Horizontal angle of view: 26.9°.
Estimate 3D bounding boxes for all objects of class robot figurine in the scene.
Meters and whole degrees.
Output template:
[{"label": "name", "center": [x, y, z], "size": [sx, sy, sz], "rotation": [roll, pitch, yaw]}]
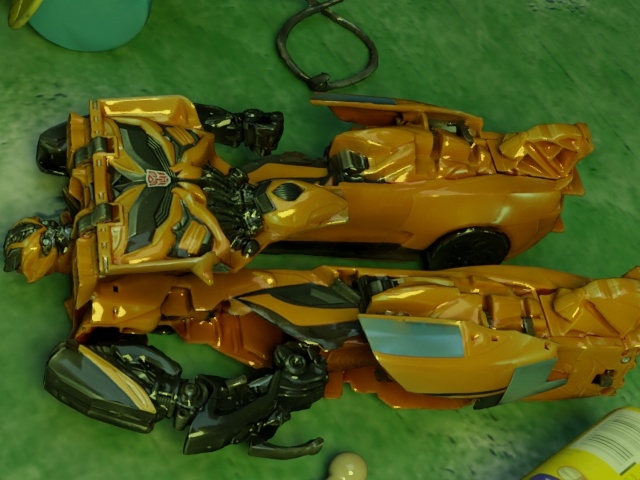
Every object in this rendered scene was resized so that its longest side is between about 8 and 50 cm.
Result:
[{"label": "robot figurine", "center": [0.000, 0.000, 0.634], "size": [0.291, 0.085, 0.211], "rotation": [3, 47, -17]}]

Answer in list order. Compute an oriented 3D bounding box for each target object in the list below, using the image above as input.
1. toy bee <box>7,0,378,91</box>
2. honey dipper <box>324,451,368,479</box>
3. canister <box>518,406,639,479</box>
[{"label": "toy bee", "center": [-0.105, -0.193, 0.707], "size": [0.298, 0.162, 0.195], "rotation": [-8, 53, -24]}, {"label": "honey dipper", "center": [-0.030, 0.138, 0.553], "size": [0.030, 0.030, 0.160], "rotation": [40, 47, 14]}, {"label": "canister", "center": [0.108, 0.156, 0.555], "size": [0.170, 0.073, 0.126], "rotation": [-27, 65, -36]}]
